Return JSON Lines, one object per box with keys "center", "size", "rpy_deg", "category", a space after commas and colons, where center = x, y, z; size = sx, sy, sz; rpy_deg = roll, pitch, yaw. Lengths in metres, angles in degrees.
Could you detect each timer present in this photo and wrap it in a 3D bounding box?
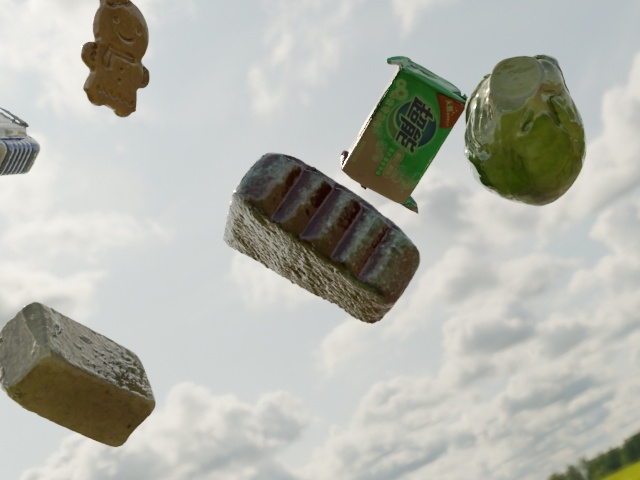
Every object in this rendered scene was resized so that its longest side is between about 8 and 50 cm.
{"center": [-0.541, -0.184, 1.443], "size": [0.078, 0.253, 0.178], "rpy_deg": [-59, -2, 9], "category": "timer"}

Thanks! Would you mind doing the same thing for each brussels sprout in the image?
{"center": [0.200, -0.105, 0.991], "size": [0.117, 0.155, 0.155], "rpy_deg": [-20, -17, 9], "category": "brussels sprout"}

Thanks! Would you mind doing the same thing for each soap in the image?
{"center": [0.174, -0.218, 2.035], "size": [0.273, 0.218, 0.098], "rpy_deg": [-58, 10, 28], "category": "soap"}

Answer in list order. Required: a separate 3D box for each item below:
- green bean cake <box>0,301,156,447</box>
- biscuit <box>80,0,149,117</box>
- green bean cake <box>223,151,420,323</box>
{"center": [-0.286, 0.158, 1.162], "size": [0.085, 0.109, 0.179], "rpy_deg": [-46, -48, 10], "category": "green bean cake"}
{"center": [-0.302, -0.279, 1.503], "size": [0.027, 0.184, 0.133], "rpy_deg": [1, -24, 36], "category": "biscuit"}
{"center": [0.000, 0.000, 1.180], "size": [0.097, 0.232, 0.198], "rpy_deg": [-55, -6, -20], "category": "green bean cake"}
